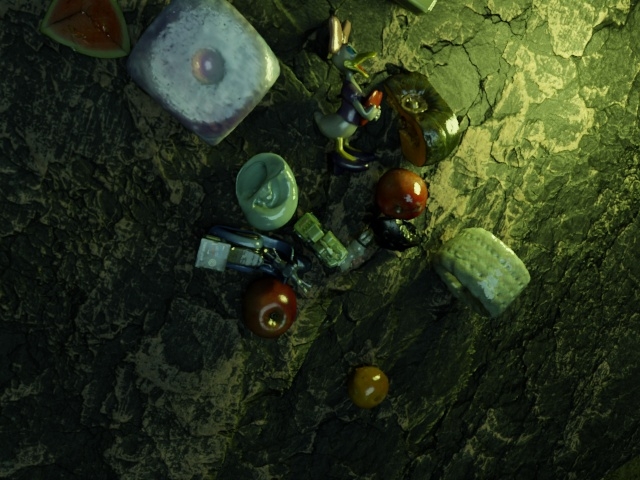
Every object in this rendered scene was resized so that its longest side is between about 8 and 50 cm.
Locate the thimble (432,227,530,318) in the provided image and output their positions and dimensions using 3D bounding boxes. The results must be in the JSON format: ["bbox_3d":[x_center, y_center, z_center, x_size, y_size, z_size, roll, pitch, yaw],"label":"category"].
[{"bbox_3d":[0.540,0.109,1.449,0.195,0.291,0.291,-43,113,-2],"label":"thimble"}]

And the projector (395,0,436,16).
[{"bbox_3d":[0.277,-0.801,1.188,0.193,0.088,0.270,23,98,-20],"label":"projector"}]

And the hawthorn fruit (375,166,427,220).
[{"bbox_3d":[0.256,-0.140,1.335,0.172,0.173,0.173,-5,107,-15],"label":"hawthorn fruit"}]

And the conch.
[{"bbox_3d":[-0.157,-0.141,1.237,0.184,0.121,0.221,10,96,-15],"label":"conch"}]

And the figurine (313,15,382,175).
[{"bbox_3d":[0.079,-0.402,1.223,0.193,0.154,0.422,13,114,15],"label":"figurine"}]

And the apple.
[{"bbox_3d":[-0.156,0.206,1.318,0.180,0.168,0.181,-4,101,-18],"label":"apple"}]

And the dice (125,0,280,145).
[{"bbox_3d":[-0.280,-0.416,1.036,0.270,0.271,0.270,42,92,-23],"label":"dice"}]

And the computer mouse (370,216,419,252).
[{"bbox_3d":[0.239,-0.006,1.371,0.241,0.146,0.078,33,63,-52],"label":"computer mouse"}]

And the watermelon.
[{"bbox_3d":[-0.545,-0.522,1.026,0.193,0.137,0.145,-49,148,2],"label":"watermelon"}]

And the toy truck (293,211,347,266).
[{"bbox_3d":[0.000,0.000,1.302,0.085,0.116,0.191,-44,86,0],"label":"toy truck"}]

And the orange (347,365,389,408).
[{"bbox_3d":[0.169,0.527,1.538,0.154,0.134,0.155,-18,132,-21],"label":"orange"}]

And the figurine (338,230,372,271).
[{"bbox_3d":[0.109,0.035,1.408,0.146,0.081,0.098,-33,156,-10],"label":"figurine"}]

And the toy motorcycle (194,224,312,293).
[{"bbox_3d":[-0.180,0.054,1.238,0.357,0.212,0.125,13,101,-20],"label":"toy motorcycle"}]

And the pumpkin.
[{"bbox_3d":[0.309,-0.368,1.332,0.139,0.190,0.281,-25,68,-8],"label":"pumpkin"}]
